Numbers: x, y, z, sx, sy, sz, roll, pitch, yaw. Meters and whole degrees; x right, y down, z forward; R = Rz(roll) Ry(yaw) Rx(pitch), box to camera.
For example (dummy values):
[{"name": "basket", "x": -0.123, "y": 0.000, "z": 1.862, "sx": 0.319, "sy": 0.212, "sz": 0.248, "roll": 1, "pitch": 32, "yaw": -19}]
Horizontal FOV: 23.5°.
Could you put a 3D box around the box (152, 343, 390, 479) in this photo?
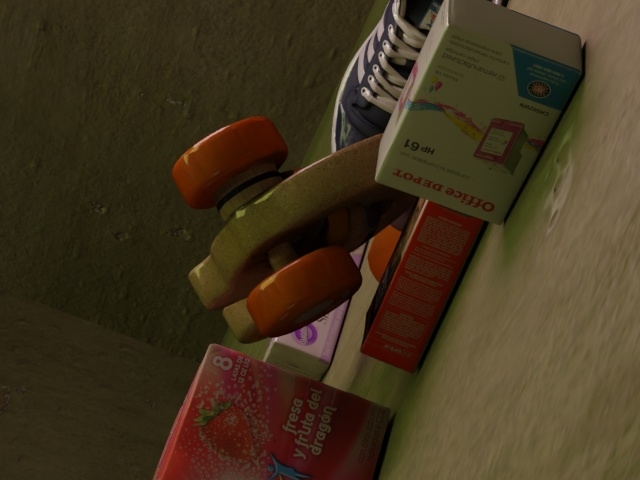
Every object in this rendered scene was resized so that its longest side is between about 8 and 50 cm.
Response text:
[{"name": "box", "x": -0.069, "y": 0.246, "z": 1.064, "sx": 0.154, "sy": 0.142, "sz": 0.300, "roll": 117, "pitch": 173, "yaw": -56}]

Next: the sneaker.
[{"name": "sneaker", "x": 0.085, "y": -0.164, "z": 1.382, "sx": 0.153, "sy": 0.099, "sz": 0.282, "roll": -82, "pitch": 17, "yaw": -78}]

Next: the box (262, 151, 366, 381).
[{"name": "box", "x": 0.015, "y": 0.001, "z": 1.660, "sx": 0.063, "sy": 0.067, "sz": 0.324, "roll": 118, "pitch": 173, "yaw": -56}]

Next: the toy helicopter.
[{"name": "toy helicopter", "x": 0.000, "y": 0.000, "z": 1.223, "sx": 0.235, "sy": 0.140, "sz": 0.355, "roll": -27, "pitch": -12, "yaw": -21}]

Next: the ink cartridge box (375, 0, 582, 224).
[{"name": "ink cartridge box", "x": 0.096, "y": -0.080, "z": 0.948, "sx": 0.052, "sy": 0.088, "sz": 0.122, "roll": -80, "pitch": 11, "yaw": -53}]

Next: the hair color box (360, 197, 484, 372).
[{"name": "hair color box", "x": 0.074, "y": 0.013, "z": 1.068, "sx": 0.072, "sy": 0.043, "sz": 0.141, "roll": -77, "pitch": 9, "yaw": -69}]
